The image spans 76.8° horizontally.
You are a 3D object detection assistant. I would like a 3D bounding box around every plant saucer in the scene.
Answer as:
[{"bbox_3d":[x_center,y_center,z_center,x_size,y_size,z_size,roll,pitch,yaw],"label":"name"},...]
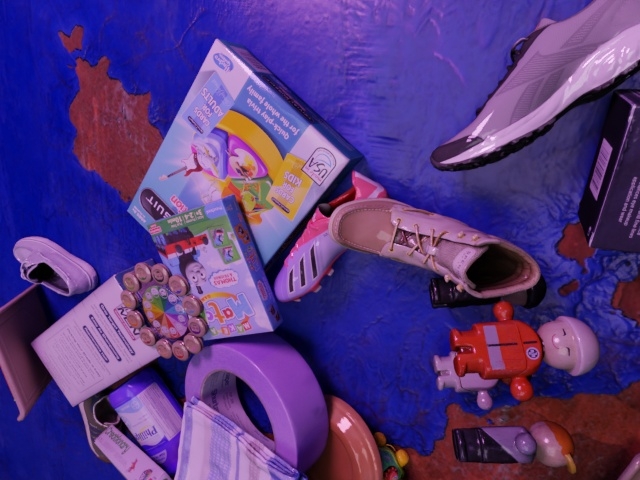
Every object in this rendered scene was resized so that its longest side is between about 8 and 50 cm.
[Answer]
[{"bbox_3d":[0.019,0.376,0.709,0.199,0.037,0.200,6,99,44],"label":"plant saucer"}]

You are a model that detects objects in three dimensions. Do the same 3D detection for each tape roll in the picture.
[{"bbox_3d":[-0.121,0.301,0.719,0.274,0.090,0.275,9,105,35],"label":"tape roll"}]

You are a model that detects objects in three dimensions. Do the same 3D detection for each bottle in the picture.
[{"bbox_3d":[-0.337,0.416,0.877,0.118,0.092,0.283,-33,92,31],"label":"bottle"}]

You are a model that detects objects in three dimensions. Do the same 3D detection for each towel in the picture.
[{"bbox_3d":[-0.145,0.404,0.650,0.284,0.034,0.210,11,94,38],"label":"towel"}]

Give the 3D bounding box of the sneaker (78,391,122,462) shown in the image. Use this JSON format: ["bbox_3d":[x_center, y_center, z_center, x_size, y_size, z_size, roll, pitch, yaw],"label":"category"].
[{"bbox_3d":[-0.516,0.452,0.976,0.086,0.064,0.192,-15,97,30],"label":"sneaker"}]

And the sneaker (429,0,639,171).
[{"bbox_3d":[0.242,-0.175,0.466,0.271,0.100,0.108,-36,81,21],"label":"sneaker"}]

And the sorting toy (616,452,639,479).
[{"bbox_3d":[0.494,0.456,0.586,0.228,0.041,0.308,20,113,11],"label":"sorting toy"}]

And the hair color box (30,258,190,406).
[{"bbox_3d":[-0.438,0.200,0.844,0.347,0.105,0.174,-31,93,27],"label":"hair color box"}]

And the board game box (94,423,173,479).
[{"bbox_3d":[-0.361,0.518,0.859,0.305,0.053,0.193,-3,121,45],"label":"board game box"}]

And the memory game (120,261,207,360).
[{"bbox_3d":[-0.267,0.122,0.678,0.186,0.012,0.187,9,112,22],"label":"memory game"}]

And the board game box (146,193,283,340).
[{"bbox_3d":[-0.166,0.051,0.635,0.160,0.039,0.212,-14,104,27],"label":"board game box"}]

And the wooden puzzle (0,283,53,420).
[{"bbox_3d":[-0.655,0.237,0.895,0.044,0.221,0.239,-9,103,-13],"label":"wooden puzzle"}]

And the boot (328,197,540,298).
[{"bbox_3d":[0.125,0.006,0.480,0.212,0.165,0.077,9,103,-13],"label":"boot"}]

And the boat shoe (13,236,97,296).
[{"bbox_3d":[-0.599,0.056,0.878,0.227,0.081,0.080,21,113,15],"label":"boat shoe"}]

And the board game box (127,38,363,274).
[{"bbox_3d":[-0.136,-0.088,0.647,0.253,0.079,0.336,43,116,5],"label":"board game box"}]

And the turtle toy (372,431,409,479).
[{"bbox_3d":[0.110,0.410,0.708,0.130,0.066,0.095,36,116,8],"label":"turtle toy"}]

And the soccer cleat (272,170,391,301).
[{"bbox_3d":[0.000,0.000,0.608,0.248,0.083,0.095,-40,117,23],"label":"soccer cleat"}]

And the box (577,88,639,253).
[{"bbox_3d":[0.382,-0.068,0.421,0.158,0.093,0.156,9,121,20],"label":"box"}]

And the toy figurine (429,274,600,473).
[{"bbox_3d":[0.228,0.150,0.505,0.148,0.213,0.210,-6,108,7],"label":"toy figurine"}]
